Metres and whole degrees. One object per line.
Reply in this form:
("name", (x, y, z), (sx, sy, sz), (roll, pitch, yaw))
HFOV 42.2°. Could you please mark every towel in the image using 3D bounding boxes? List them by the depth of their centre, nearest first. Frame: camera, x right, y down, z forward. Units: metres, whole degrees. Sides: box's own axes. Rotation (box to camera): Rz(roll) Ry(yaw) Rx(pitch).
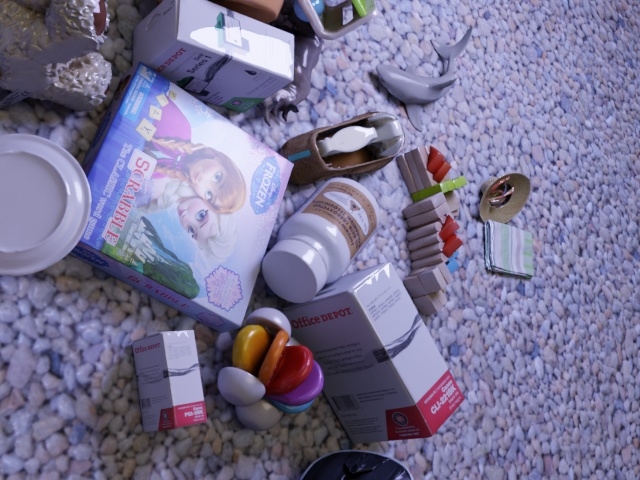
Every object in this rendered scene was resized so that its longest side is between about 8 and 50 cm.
("towel", (0.419, 0.020, 1.827), (0.152, 0.023, 0.113), (12, 74, -36))

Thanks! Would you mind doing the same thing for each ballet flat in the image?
("ballet flat", (0.074, -0.186, 1.546), (0.342, 0.124, 0.116), (-18, 88, -41))

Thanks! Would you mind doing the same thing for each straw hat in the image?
("straw hat", (0.386, -0.106, 1.815), (0.144, 0.145, 0.061), (6, 30, -38))

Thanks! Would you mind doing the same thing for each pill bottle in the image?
("pill bottle", (0.000, 0.000, 1.402), (0.131, 0.131, 0.229), (55, 41, -12))

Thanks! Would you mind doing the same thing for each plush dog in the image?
("plush dog", (-0.404, -0.326, 1.158), (0.210, 0.262, 0.226), (-4, 70, -13))

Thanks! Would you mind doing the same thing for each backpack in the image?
("backpack", (0.047, 0.454, 1.265), (0.254, 0.225, 0.191), (-61, 137, -36))

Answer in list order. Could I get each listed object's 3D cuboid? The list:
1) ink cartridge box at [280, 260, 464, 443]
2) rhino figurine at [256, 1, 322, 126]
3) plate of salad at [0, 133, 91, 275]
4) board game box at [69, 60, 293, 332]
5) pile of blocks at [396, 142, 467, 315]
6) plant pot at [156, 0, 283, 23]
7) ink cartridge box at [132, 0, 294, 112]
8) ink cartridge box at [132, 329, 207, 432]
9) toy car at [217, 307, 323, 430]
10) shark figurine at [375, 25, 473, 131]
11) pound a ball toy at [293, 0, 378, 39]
("ink cartridge box", (0.083, 0.191, 1.388), (0.114, 0.197, 0.273), (-36, 101, -41))
("rhino figurine", (-0.060, -0.309, 1.510), (0.106, 0.073, 0.243), (29, 61, -26))
("plate of salad", (-0.414, -0.048, 1.129), (0.199, 0.048, 0.200), (2, 76, -9))
("board game box", (-0.219, -0.065, 1.307), (0.318, 0.066, 0.319), (31, 59, -28))
("pile of blocks", (0.248, -0.036, 1.650), (0.148, 0.112, 0.362), (11, 70, -37))
("plant pot", (-0.162, -0.476, 1.364), (0.290, 0.290, 0.204), (3, 91, -39))
("ink cartridge box", (-0.177, -0.302, 1.354), (0.219, 0.160, 0.093), (12, 69, -35))
("ink cartridge box", (-0.220, 0.203, 1.201), (0.056, 0.099, 0.135), (-2, 78, -40))
("toy car", (-0.063, 0.204, 1.283), (0.182, 0.136, 0.159), (68, 37, -47))
("shark figurine", (0.254, -0.344, 1.753), (0.278, 0.116, 0.166), (-33, 100, -39))
("pound a ball toy", (-0.002, -0.500, 1.516), (0.208, 0.135, 0.319), (59, 13, -23))
